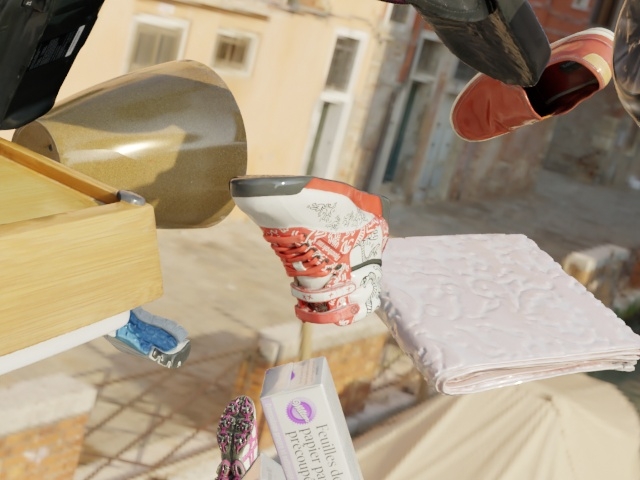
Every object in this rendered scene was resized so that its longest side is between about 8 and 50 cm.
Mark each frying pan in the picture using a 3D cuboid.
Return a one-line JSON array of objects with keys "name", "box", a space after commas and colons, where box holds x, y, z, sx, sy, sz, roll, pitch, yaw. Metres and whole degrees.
[{"name": "frying pan", "box": [0.343, -0.171, 1.007, 0.053, 0.197, 0.326, 10, 20, -15]}]

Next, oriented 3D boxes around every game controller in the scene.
[{"name": "game controller", "box": [-0.306, -0.202, 1.176, 0.067, 0.319, 0.166, 46, 50, 0]}]

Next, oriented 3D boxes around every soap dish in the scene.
[{"name": "soap dish", "box": [-0.277, -0.002, 0.867, 0.229, 0.118, 0.291, 24, 15, 16]}]

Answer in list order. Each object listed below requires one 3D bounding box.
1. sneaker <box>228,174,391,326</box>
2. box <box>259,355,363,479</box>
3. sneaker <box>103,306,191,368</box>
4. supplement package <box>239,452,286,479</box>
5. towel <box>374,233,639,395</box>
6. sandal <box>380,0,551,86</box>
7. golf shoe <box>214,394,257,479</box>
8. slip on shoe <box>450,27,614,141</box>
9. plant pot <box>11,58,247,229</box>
[{"name": "sneaker", "box": [-0.005, 0.014, 1.156, 0.090, 0.144, 0.270, 4, -3, 27]}, {"name": "box", "box": [0.017, 0.273, 1.121, 0.063, 0.323, 0.067, -14, 19, 7]}, {"name": "sneaker", "box": [-0.250, 0.098, 1.374, 0.083, 0.071, 0.190, -7, -42, 44]}, {"name": "supplement package", "box": [-0.032, 0.462, 1.742, 0.244, 0.133, 0.139, 35, 4, -8]}, {"name": "towel", "box": [0.220, 0.088, 1.530, 0.317, 0.053, 0.332, -3, 29, -23]}, {"name": "sandal", "box": [0.097, -0.259, 1.109, 0.168, 0.107, 0.446, 25, -10, 43]}, {"name": "golf shoe", "box": [-0.147, 0.371, 2.037, 0.068, 0.186, 0.086, 6, -7, 17]}, {"name": "slip on shoe", "box": [0.339, -0.240, 1.852, 0.331, 0.123, 0.101, -22, 26, 43]}, {"name": "plant pot", "box": [-0.268, -0.115, 1.493, 0.237, 0.237, 0.254, 25, 25, 39]}]
